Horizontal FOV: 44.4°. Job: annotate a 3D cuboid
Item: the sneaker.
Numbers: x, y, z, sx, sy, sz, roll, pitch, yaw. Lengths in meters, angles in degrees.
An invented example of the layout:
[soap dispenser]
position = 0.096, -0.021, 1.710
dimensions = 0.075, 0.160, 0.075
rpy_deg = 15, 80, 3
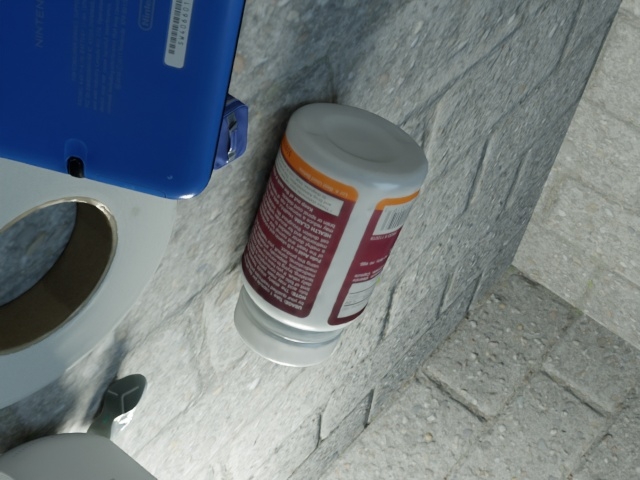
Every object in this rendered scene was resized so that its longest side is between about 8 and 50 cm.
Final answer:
[sneaker]
position = -0.319, 0.267, 1.256
dimensions = 0.152, 0.053, 0.061
rpy_deg = -54, 168, 17

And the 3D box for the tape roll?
[tape roll]
position = -0.320, 0.022, 0.847
dimensions = 0.392, 0.072, 0.392
rpy_deg = -44, 156, -25

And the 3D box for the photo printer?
[photo printer]
position = -0.311, 0.388, 1.088
dimensions = 0.107, 0.307, 0.256
rpy_deg = -58, 164, 8

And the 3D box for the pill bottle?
[pill bottle]
position = 0.000, 0.000, 1.260
dimensions = 0.224, 0.224, 0.392
rpy_deg = -26, 146, -50

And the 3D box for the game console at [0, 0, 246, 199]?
[game console]
position = -0.161, -0.208, 0.513
dimensions = 0.173, 0.250, 0.293
rpy_deg = -82, -172, -50

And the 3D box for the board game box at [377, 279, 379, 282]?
[board game box]
position = 0.066, 0.120, 1.819
dimensions = 0.181, 0.043, 0.092
rpy_deg = -44, 156, -22

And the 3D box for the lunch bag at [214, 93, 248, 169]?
[lunch bag]
position = -0.128, -0.143, 0.995
dimensions = 0.067, 0.065, 0.098
rpy_deg = -40, 155, -32
